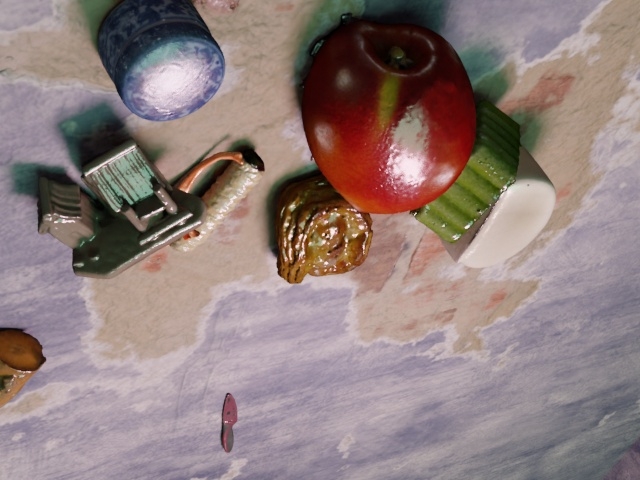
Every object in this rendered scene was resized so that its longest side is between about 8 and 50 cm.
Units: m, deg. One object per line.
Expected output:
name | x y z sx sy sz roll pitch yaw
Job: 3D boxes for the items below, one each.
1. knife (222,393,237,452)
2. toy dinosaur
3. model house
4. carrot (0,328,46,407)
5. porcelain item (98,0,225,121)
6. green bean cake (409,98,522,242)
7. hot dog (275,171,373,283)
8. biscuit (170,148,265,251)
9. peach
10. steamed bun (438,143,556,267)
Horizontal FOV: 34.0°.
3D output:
knife | -0.201 0.409 2.333 0.035 0.018 0.247 -14 143 -18
toy dinosaur | -0.229 -0.045 1.659 0.280 0.101 0.055 -28 -170 8
model house | -0.306 -0.058 1.536 0.229 0.122 0.188 -27 145 2
carrot | -0.575 0.254 1.794 0.102 0.102 0.263 11 135 -45
porcelain item | -0.208 -0.238 1.375 0.147 0.114 0.147 -21 147 -14
green bean cake | 0.250 -0.121 1.789 0.113 0.214 0.200 33 119 -9
hot dog | 0.001 0.001 1.851 0.175 0.114 0.259 -20 145 -15
biscuit | -0.167 -0.059 1.699 0.219 0.055 0.061 -45 154 22
peach | 0.114 -0.157 1.610 0.258 0.201 0.361 -16 133 -23
steamed bun | 0.337 -0.068 1.981 0.164 0.146 0.241 -2 136 -31
